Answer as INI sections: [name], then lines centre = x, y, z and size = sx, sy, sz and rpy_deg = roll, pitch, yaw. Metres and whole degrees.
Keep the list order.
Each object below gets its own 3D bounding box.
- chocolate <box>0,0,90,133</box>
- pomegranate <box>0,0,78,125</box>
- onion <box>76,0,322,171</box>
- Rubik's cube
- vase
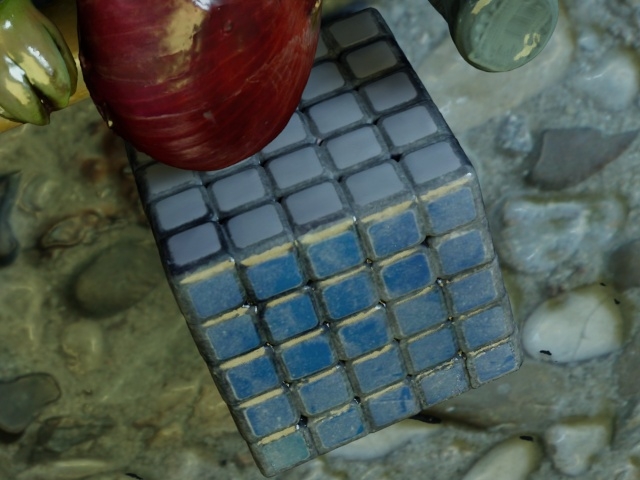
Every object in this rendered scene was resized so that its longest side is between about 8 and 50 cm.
[chocolate]
centre = -0.245, -0.115, 1.104
size = 0.219, 0.086, 0.086
rpy_deg = -22, 131, 0
[pomegranate]
centre = -0.231, -0.202, 0.949
size = 0.159, 0.241, 0.190
rpy_deg = -44, 170, -32
[onion]
centre = -0.079, -0.169, 1.021
size = 0.248, 0.161, 0.248
rpy_deg = -17, 111, -50
[Rubik's cube]
centre = 0.000, 0.000, 1.181
size = 0.237, 0.238, 0.237
rpy_deg = -21, 133, -4
[vase]
centre = 0.093, -0.205, 1.071
size = 0.096, 0.219, 0.096
rpy_deg = -11, 130, -14
